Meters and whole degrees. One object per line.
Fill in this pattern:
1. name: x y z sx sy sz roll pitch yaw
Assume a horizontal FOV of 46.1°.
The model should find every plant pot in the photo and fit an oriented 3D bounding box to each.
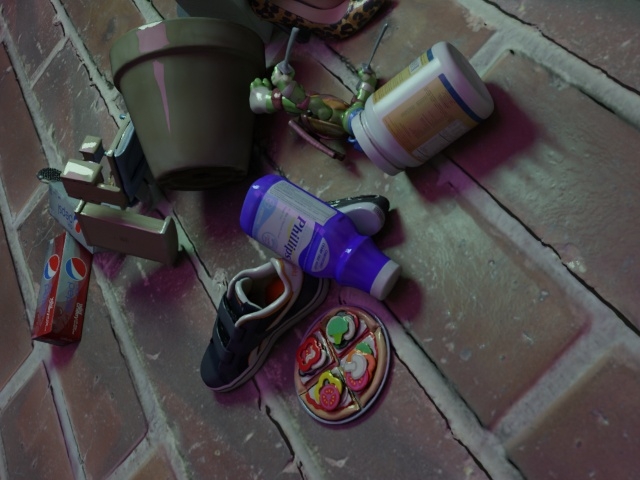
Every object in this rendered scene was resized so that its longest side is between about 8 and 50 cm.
1. plant pot: -0.261 -0.261 1.556 0.323 0.323 0.280 -16 76 37

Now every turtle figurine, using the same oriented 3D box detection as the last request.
1. turtle figurine: -0.004 -0.300 1.395 0.198 0.274 0.266 -40 32 -27

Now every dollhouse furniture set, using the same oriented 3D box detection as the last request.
1. dollhouse furniture set: -0.376 -0.148 1.625 0.198 0.286 0.303 13 58 5

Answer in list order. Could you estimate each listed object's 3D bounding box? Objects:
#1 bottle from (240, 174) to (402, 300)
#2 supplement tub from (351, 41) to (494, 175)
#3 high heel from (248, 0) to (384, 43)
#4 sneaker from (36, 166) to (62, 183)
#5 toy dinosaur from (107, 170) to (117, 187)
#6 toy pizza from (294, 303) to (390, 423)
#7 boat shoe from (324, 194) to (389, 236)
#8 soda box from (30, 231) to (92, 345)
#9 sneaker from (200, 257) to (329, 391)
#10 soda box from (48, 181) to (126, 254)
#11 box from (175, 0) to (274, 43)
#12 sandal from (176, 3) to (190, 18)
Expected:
1. bottle: 0.000 0.000 1.247 0.283 0.092 0.118 32 125 18
2. supplement tub: 0.164 -0.211 1.228 0.200 0.144 0.144 -35 50 25
3. high heel: -0.013 -0.478 1.488 0.261 0.186 0.093 -9 65 40
4. sneaker: -0.682 -0.144 1.971 0.057 0.161 0.075 44 111 19
5. toy dinosaur: -0.514 -0.121 1.872 0.183 0.053 0.092 -11 65 39
6. toy pizza: 0.027 0.199 1.238 0.201 0.032 0.201 -20 58 35
7. boat shoe: 0.022 -0.040 1.331 0.228 0.080 0.076 -14 25 38
8. soda box: -0.628 0.118 1.838 0.092 0.083 0.263 -19 59 36
9. sneaker: -0.136 0.143 1.350 0.321 0.127 0.126 -47 48 17
10. soda box: -0.568 -0.063 1.840 0.286 0.098 0.091 30 122 45
11. box: -0.203 -0.583 1.563 0.168 0.345 0.215 14 86 14
12. sandal: -0.253 -0.584 1.862 0.254 0.054 0.097 0 73 31
